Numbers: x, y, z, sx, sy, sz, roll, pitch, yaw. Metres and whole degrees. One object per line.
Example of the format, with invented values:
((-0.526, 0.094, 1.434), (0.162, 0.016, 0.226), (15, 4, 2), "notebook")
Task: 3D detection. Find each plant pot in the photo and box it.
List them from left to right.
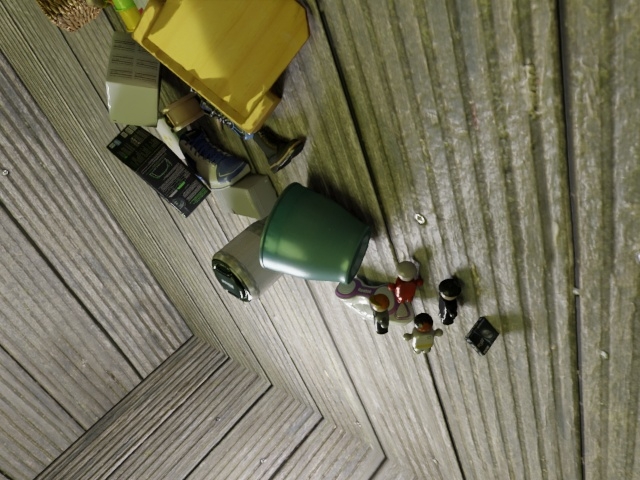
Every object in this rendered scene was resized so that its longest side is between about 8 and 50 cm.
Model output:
((0.000, 0.000, 1.459), (0.255, 0.272, 0.272), (21, 145, 13), "plant pot")

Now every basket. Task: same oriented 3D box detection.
((-0.844, -0.872, 1.651), (0.299, 0.223, 0.213), (52, -176, -10), "basket")

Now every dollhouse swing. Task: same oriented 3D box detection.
((-0.210, -0.494, 1.239), (0.347, 0.305, 0.315), (38, -168, -10), "dollhouse swing")

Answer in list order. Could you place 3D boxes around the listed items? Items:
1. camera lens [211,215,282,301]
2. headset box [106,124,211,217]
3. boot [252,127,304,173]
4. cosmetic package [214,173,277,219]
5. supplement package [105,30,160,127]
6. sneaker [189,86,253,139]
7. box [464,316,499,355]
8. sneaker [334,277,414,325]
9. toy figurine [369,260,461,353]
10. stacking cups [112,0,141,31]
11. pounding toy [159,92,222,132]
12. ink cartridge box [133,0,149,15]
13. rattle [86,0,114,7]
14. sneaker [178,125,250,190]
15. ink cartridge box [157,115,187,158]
((-0.237, 0.070, 1.828), (0.219, 0.274, 0.219), (33, 149, 24), "camera lens")
((-0.537, -0.234, 1.708), (0.246, 0.131, 0.283), (34, 169, 38), "headset box")
((-0.133, -0.282, 1.458), (0.137, 0.077, 0.198), (55, 150, -5), "boot")
((-0.260, -0.159, 1.752), (0.238, 0.107, 0.127), (14, 135, 50), "cosmetic package")
((-0.583, -0.503, 1.598), (0.194, 0.149, 0.203), (124, 146, -59), "supplement package")
((-0.293, -0.383, 1.493), (0.232, 0.090, 0.081), (53, 153, 7), "sneaker")
((0.433, 0.257, 1.353), (0.067, 0.083, 0.018), (49, 153, -2), "box")
((0.189, 0.208, 1.629), (0.305, 0.114, 0.152), (19, 155, 48), "sneaker")
((0.254, 0.176, 1.365), (0.213, 0.209, 0.148), (27, 140, 31), "toy figurine")
((-0.579, -0.754, 1.406), (0.096, 0.096, 0.316), (24, 149, 37), "stacking cups")
((-0.420, -0.384, 1.628), (0.269, 0.154, 0.155), (-1, 126, 55), "pounding toy")
((-0.448, -0.678, 1.345), (0.127, 0.072, 0.175), (62, 153, 8), "ink cartridge box")
((-0.641, -0.800, 1.494), (0.142, 0.130, 0.200), (13, 111, 31), "rattle")
((-0.400, -0.291, 1.746), (0.315, 0.127, 0.182), (19, 143, 44), "sneaker")
((-0.579, -0.396, 1.938), (0.235, 0.056, 0.171), (6, 132, 48), "ink cartridge box")
